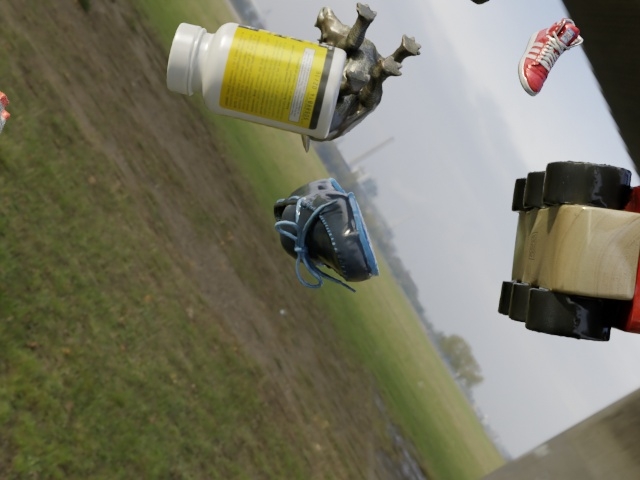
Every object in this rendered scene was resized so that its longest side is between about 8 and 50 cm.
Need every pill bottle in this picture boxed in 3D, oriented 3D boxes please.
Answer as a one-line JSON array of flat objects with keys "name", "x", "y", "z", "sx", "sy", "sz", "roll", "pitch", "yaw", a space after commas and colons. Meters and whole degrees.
[{"name": "pill bottle", "x": -0.045, "y": -0.114, "z": 0.601, "sx": 0.065, "sy": 0.116, "sz": 0.065, "roll": -167, "pitch": -90, "yaw": -87}]

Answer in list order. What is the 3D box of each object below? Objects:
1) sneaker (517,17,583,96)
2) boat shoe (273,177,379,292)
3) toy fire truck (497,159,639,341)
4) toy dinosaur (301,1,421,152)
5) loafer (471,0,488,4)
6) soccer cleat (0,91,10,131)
[{"name": "sneaker", "x": 0.295, "y": -0.239, "z": 1.103, "sx": 0.042, "sy": 0.067, "sz": 0.119, "roll": 38, "pitch": 53, "yaw": -24}, {"name": "boat shoe", "x": 0.000, "y": 0.000, "z": 0.918, "sx": 0.258, "sy": 0.088, "sz": 0.109, "roll": -134, "pitch": -153, "yaw": -79}, {"name": "toy fire truck", "x": 0.270, "y": 0.040, "z": 0.649, "sx": 0.217, "sy": 0.246, "sz": 0.159, "roll": 12, "pitch": 85, "yaw": -86}, {"name": "toy dinosaur", "x": 0.034, "y": -0.194, "z": 1.108, "sx": 0.121, "sy": 0.160, "sz": 0.314, "roll": 23, "pitch": 51, "yaw": -16}, {"name": "loafer", "x": 0.176, "y": -0.398, "z": 1.244, "sx": 0.170, "sy": 0.061, "sz": 0.062, "roll": 41, "pitch": 48, "yaw": -14}, {"name": "soccer cleat", "x": -0.237, "y": -0.090, "z": 0.500, "sx": 0.068, "sy": 0.076, "sz": 0.196, "roll": 45, "pitch": -13, "yaw": 1}]
